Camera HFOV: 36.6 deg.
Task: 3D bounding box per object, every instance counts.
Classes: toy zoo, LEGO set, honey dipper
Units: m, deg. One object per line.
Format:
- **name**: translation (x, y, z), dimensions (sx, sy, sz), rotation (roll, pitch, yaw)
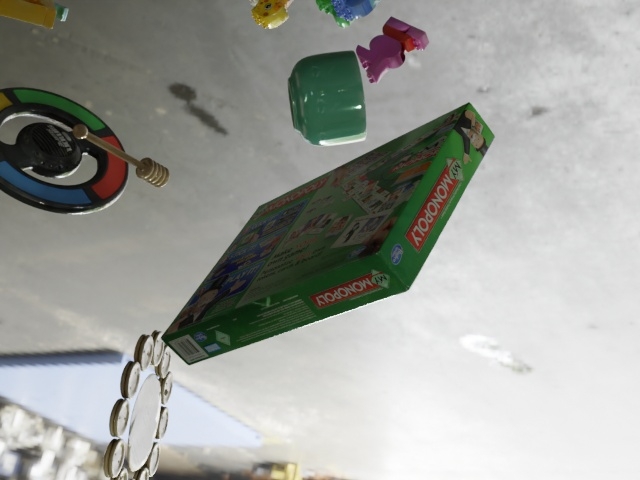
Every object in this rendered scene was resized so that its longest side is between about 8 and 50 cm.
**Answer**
- **toy zoo**: translation (-0.510, -0.373, 1.417), dimensions (0.293, 0.030, 0.192), rotation (9, -159, -35)
- **LEGO set**: translation (-0.011, -0.240, 1.014), dimensions (0.227, 0.093, 0.087), rotation (33, 169, 30)
- **honey dipper**: translation (-0.253, -0.108, 1.229), dimensions (0.030, 0.031, 0.160), rotation (-7, 159, 31)

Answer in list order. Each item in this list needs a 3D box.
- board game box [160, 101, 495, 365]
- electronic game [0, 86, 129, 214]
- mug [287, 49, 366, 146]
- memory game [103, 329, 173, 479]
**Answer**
- **board game box**: translation (0.000, 0.000, 0.922), dimensions (0.317, 0.213, 0.046), rotation (-23, 114, 46)
- **electronic game**: translation (-0.370, -0.125, 1.325), dimensions (0.229, 0.229, 0.048), rotation (22, 129, -21)
- **mug**: translation (0.006, -0.193, 1.374), dimensions (0.097, 0.130, 0.158), rotation (-8, 163, -4)
- **memory game**: translation (-0.181, 0.181, 0.972), dimensions (0.012, 0.186, 0.186), rotation (8, 153, 7)
